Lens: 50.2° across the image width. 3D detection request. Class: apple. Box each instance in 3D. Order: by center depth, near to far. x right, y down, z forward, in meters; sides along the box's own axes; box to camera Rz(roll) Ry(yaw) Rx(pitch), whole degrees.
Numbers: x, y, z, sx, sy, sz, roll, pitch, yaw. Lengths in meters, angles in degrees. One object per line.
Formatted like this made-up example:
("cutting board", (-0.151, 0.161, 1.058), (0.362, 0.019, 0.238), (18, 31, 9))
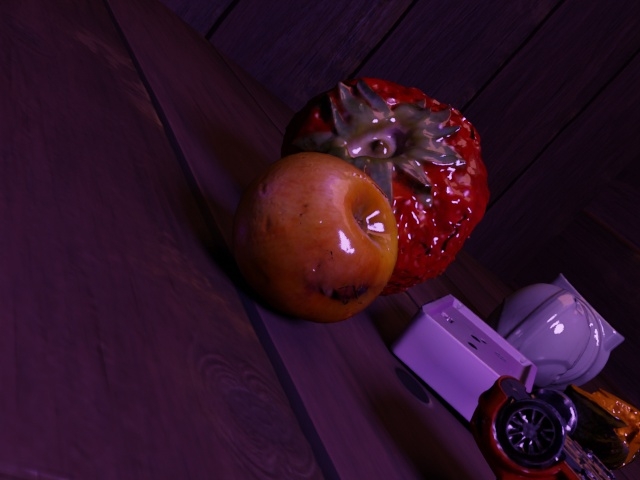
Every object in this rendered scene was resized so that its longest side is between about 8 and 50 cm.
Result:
("apple", (0.000, 0.000, 0.573), (0.146, 0.146, 0.146), (40, 11, -9))

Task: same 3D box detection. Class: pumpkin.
("pumpkin", (0.424, 0.290, 1.041), (0.183, 0.108, 0.119), (22, 14, -41))

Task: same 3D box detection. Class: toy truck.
("toy truck", (0.189, 0.216, 0.474), (0.253, 0.114, 0.107), (48, 13, 22))

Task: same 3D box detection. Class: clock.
("clock", (0.173, 0.138, 0.808), (0.150, 0.063, 0.197), (41, 13, 15))

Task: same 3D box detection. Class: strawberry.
("strawberry", (0.071, -0.052, 0.830), (0.257, 0.257, 0.277), (45, -19, 15))

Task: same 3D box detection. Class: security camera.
("security camera", (0.388, 0.167, 1.189), (0.197, 0.191, 0.277), (53, 17, 25))
